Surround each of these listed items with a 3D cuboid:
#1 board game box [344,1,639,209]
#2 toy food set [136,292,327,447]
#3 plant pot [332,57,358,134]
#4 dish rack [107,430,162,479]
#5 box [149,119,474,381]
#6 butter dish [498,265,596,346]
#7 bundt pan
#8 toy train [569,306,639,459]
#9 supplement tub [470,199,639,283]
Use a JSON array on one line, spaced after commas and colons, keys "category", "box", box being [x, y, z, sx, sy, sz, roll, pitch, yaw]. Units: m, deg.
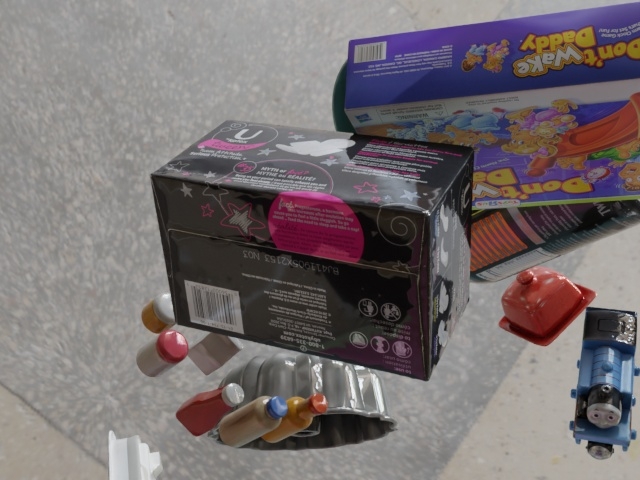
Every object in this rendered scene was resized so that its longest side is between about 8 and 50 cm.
[{"category": "board game box", "box": [0.222, -0.116, 0.782, 0.346, 0.233, 0.078, -3, 67, 19]}, {"category": "toy food set", "box": [-0.109, 0.151, 0.929, 0.232, 0.104, 0.111, 49, 40, -7]}, {"category": "plant pot", "box": [0.209, -0.280, 1.670, 0.235, 0.293, 0.293, -28, 87, -50]}, {"category": "dish rack", "box": [-0.234, 0.458, 1.146, 0.072, 0.286, 0.333, -11, 119, -9]}, {"category": "box", "box": [0.000, 0.000, 0.723, 0.247, 0.164, 0.142, 10, 32, 23]}, {"category": "butter dish", "box": [0.422, 0.106, 1.592, 0.160, 0.160, 0.118, -42, 114, -11]}, {"category": "bundt pan", "box": [-0.030, 0.278, 1.424, 0.330, 0.331, 0.124, 4, 65, -14]}, {"category": "toy train", "box": [0.344, 0.170, 0.984, 0.080, 0.105, 0.184, 4, 43, 21]}, {"category": "supplement tub", "box": [0.269, -0.068, 1.100, 0.207, 0.338, 0.207, 23, 55, -36]}]
